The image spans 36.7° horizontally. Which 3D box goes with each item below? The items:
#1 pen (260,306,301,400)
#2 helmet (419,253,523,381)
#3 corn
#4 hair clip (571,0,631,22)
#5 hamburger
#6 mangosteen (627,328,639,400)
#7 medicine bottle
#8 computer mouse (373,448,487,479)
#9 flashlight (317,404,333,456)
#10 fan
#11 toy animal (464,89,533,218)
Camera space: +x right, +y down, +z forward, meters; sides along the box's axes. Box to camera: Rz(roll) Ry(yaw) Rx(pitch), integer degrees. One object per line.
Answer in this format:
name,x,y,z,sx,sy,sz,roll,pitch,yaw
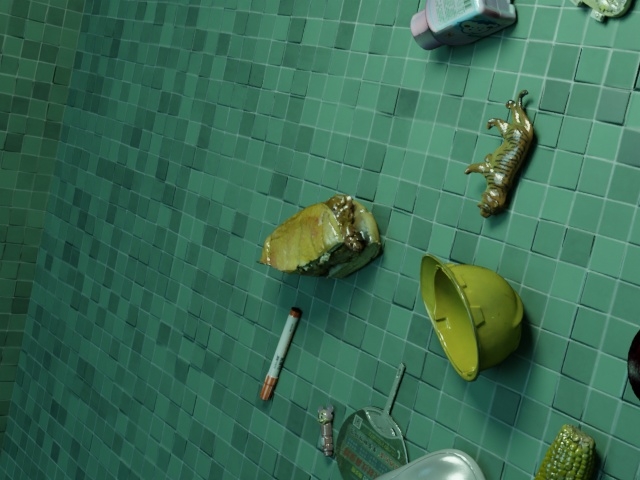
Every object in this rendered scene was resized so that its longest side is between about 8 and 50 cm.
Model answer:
pen,-0.095,0.267,2.255,0.028,0.028,0.239,35,111,46
helmet,0.288,0.124,1.734,0.257,0.140,0.205,-113,15,-47
corn,0.379,0.459,1.617,0.097,0.097,0.320,34,110,47
hair clip,0.481,-0.463,1.649,0.187,0.056,0.146,54,132,35
hamburger,0.000,0.000,2.082,0.282,0.155,0.245,38,111,50
mangosteen,0.564,0.169,1.368,0.250,0.211,0.211,-41,49,1
medicine bottle,0.267,-0.433,1.847,0.188,0.119,0.095,-17,76,47
computer mouse,0.182,0.503,1.819,0.296,0.121,0.184,-30,61,43
flashlight,0.011,0.416,2.105,0.052,0.031,0.110,-17,72,47
fan,0.104,0.409,2.013,0.223,0.012,0.295,-13,75,50
toy animal,0.340,-0.160,1.780,0.099,0.056,0.241,39,113,38
